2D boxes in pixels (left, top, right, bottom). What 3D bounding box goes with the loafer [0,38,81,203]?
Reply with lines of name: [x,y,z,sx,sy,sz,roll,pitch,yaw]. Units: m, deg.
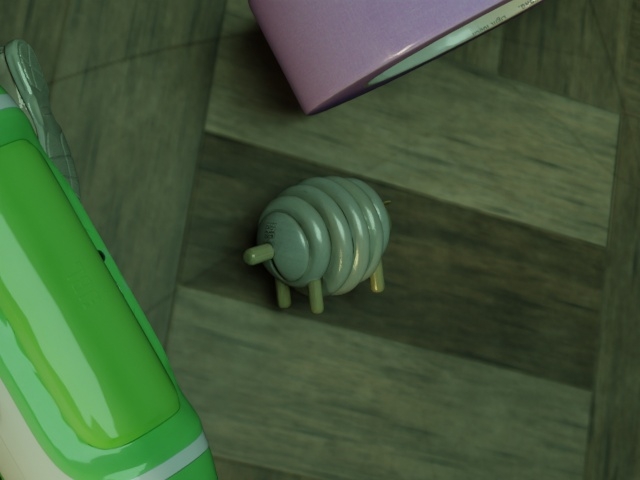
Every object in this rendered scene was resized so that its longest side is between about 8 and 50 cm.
loafer: [-0.192,-0.068,1.206,0.039,0.045,0.125,-19,84,15]

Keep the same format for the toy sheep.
toy sheep: [0.000,0.000,1.251,0.132,0.091,0.091,-19,86,-46]

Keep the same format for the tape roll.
tape roll: [0.092,-0.185,1.229,0.275,0.275,0.090,-27,90,-28]

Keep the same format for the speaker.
speaker: [-0.182,0.047,1.132,0.131,0.131,0.296,-30,92,-28]
